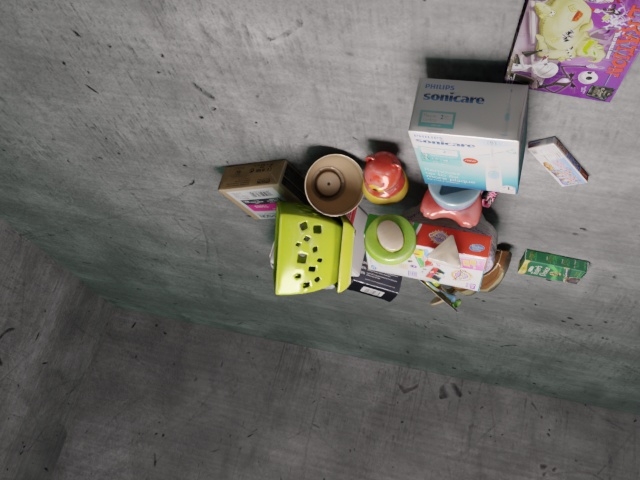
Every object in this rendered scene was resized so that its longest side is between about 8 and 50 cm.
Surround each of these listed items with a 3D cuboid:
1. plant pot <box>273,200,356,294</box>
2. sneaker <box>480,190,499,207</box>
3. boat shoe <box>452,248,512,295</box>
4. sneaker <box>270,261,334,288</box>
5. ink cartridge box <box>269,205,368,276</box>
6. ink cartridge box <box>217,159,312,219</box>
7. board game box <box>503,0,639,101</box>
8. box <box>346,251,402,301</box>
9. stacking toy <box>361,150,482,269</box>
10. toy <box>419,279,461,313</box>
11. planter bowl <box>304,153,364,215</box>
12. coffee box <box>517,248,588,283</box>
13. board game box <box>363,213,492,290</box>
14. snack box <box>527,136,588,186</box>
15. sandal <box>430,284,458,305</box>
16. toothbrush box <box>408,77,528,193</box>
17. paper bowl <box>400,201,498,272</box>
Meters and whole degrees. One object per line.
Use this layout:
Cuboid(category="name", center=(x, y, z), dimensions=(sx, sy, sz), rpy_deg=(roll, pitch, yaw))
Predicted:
Cuboid(category="plant pot", center=(-0.021, 0.019, 1.876), dimensions=(0.207, 0.227, 0.228), rpy_deg=(3, -168, -5))
Cuboid(category="sneaker", center=(0.437, -0.122, 1.743), dimensions=(0.047, 0.057, 0.119), rpy_deg=(17, 157, 1))
Cuboid(category="boat shoe", center=(0.480, 0.096, 2.160), dimensions=(0.120, 0.122, 0.324), rpy_deg=(25, 158, -7))
Cuboid(category="sneaker", center=(-0.044, 0.072, 2.426), dimensions=(0.210, 0.137, 0.366), rpy_deg=(9, 163, 12))
Cuboid(category="ink cartridge box", center=(0.000, 0.000, 2.129), dimensions=(0.273, 0.197, 0.114), rpy_deg=(0, 154, 33))
Cuboid(category="ink cartridge box", center=(-0.151, -0.145, 2.026), dimensions=(0.235, 0.088, 0.193), rpy_deg=(-3, 151, 35))
Cuboid(category="board game box", center=(0.445, -0.366, 1.166), dimensions=(0.208, 0.056, 0.347), rpy_deg=(8, 157, 7))
Cuboid(category="box", center=(0.183, 0.067, 2.160), dimensions=(0.153, 0.207, 0.108), rpy_deg=(17, 158, -4))
Cuboid(category="stacking toy", center=(0.238, -0.085, 1.674), dimensions=(0.309, 0.279, 0.130), rpy_deg=(6, 158, 10))
Cuboid(category="toy", center=(0.382, 0.134, 2.290), dimensions=(0.237, 0.056, 0.137), rpy_deg=(44, -169, -13))
Cuboid(category="planter bowl", center=(0.029, -0.149, 1.836), dimensions=(0.162, 0.162, 0.109), rpy_deg=(20, -178, -12))
Cuboid(category="coffee box", center=(0.701, 0.082, 2.083), dimensions=(0.184, 0.040, 0.113), rpy_deg=(12, 158, 7))
Cuboid(category="board game box", center=(0.279, 0.036, 1.822), dimensions=(0.317, 0.064, 0.242), rpy_deg=(11, 158, 11))
Cuboid(category="snack box", center=(0.548, -0.178, 1.581), dimensions=(0.064, 0.022, 0.178), rpy_deg=(-9, 148, 44))
Cuboid(category="sandal", center=(0.452, 0.153, 2.407), dimensions=(0.079, 0.088, 0.240), rpy_deg=(52, 142, -6))
Cuboid(category="toothbrush box", center=(0.319, -0.214, 1.451), dimensions=(0.216, 0.126, 0.295), rpy_deg=(9, 166, 17))
Cuboid(category="paper bowl", center=(0.352, -0.017, 1.927), dimensions=(0.284, 0.148, 0.284), rpy_deg=(12, 158, 5))
